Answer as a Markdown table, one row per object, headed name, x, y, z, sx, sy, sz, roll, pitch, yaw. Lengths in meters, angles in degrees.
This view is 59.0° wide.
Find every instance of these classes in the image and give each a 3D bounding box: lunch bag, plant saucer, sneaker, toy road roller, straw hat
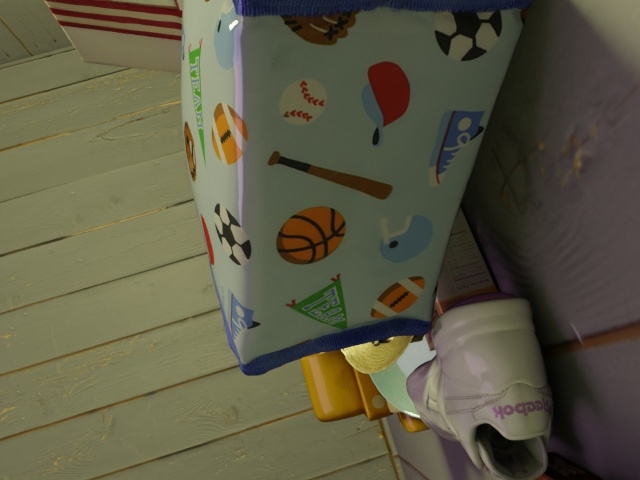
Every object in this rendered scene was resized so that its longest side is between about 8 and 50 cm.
| name | x | y | z | sx | sy | sz | roll | pitch | yaw |
| --- | --- | --- | --- | --- | --- | --- | --- | --- | --- |
| lunch bag | -0.018 | -0.136 | 0.539 | 0.385 | 0.239 | 0.327 | -120 | 30 | -47 |
| plant saucer | 0.146 | 0.164 | 0.838 | 0.195 | 0.037 | 0.194 | 7 | 100 | 45 |
| sneaker | 0.156 | 0.178 | 0.574 | 0.305 | 0.114 | 0.152 | 78 | -177 | -57 |
| toy road roller | 0.090 | 0.245 | 1.041 | 0.329 | 0.241 | 0.202 | 90 | 163 | -79 |
| straw hat | 0.087 | 0.094 | 0.658 | 0.061 | 0.144 | 0.144 | 26 | -155 | -29 |

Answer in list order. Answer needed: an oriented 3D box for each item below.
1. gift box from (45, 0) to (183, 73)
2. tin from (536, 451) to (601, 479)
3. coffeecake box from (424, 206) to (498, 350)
| name | x | y | z | sx | sy | sz | roll | pitch | yaw |
| --- | --- | --- | --- | --- | --- | --- | --- | --- | --- |
| gift box | -0.195 | -0.374 | 0.754 | 0.276 | 0.258 | 0.255 | 77 | -158 | -73 |
| tin | 0.232 | 0.257 | 0.509 | 0.189 | 0.040 | 0.106 | 104 | 153 | -83 |
| coffeecake box | 0.136 | 0.023 | 0.670 | 0.142 | 0.068 | 0.185 | 82 | 171 | -69 |
